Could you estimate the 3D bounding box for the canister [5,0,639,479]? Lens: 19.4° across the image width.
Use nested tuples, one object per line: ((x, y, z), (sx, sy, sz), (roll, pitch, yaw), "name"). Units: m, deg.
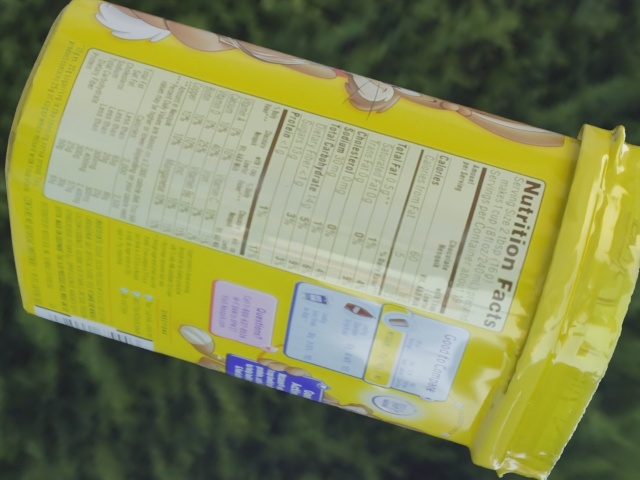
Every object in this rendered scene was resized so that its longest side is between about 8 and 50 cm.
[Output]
((0.000, 0.000, 0.544), (0.126, 0.170, 0.073), (101, 7, -62), "canister")
